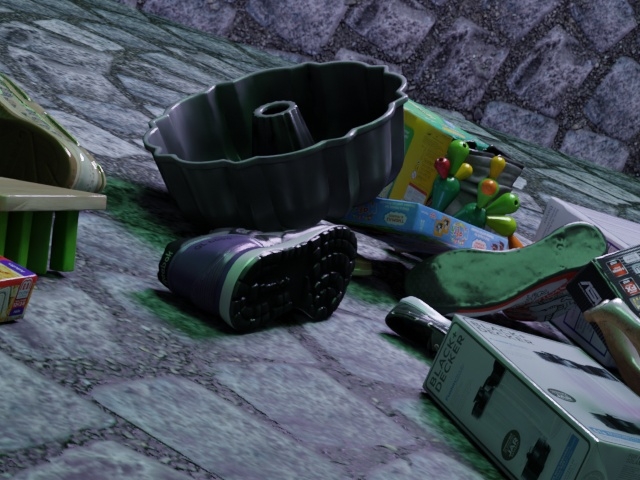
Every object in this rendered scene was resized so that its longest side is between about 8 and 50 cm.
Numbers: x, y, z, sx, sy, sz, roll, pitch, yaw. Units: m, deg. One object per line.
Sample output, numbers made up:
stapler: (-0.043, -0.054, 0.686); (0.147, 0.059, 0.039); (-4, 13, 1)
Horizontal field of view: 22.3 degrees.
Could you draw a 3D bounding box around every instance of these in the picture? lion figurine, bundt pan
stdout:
lion figurine: (0.372, 0.145, 1.599); (0.240, 0.142, 0.392); (60, 10, 6)
bundt pan: (-0.043, -0.106, 1.981); (0.330, 0.124, 0.331); (-11, 23, 5)

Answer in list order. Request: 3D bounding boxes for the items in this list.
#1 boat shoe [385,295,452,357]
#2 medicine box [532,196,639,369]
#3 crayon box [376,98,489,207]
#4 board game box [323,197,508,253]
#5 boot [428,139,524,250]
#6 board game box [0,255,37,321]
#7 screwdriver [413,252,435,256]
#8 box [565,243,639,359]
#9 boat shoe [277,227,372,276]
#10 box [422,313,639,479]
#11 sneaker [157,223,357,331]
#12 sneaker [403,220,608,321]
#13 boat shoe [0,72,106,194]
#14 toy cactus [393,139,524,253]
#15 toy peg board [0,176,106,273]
boat shoe: (0.132, 0.111, 1.781); (0.142, 0.049, 0.040); (31, 49, 33)
medicine box: (0.450, 0.080, 2.183); (0.263, 0.149, 0.289); (16, 14, -23)
crayon box: (0.127, -0.117, 2.448); (0.081, 0.165, 0.278); (13, 15, -33)
board game box: (0.115, -0.016, 2.054); (0.160, 0.039, 0.211); (8, -6, 39)
boot: (0.254, -0.043, 2.316); (0.246, 0.161, 0.083); (21, 8, -43)
board game box: (-0.347, 0.026, 1.328); (0.146, 0.045, 0.193); (25, 13, 18)
screwdriver: (0.177, 0.026, 2.262); (0.170, 0.024, 0.025); (23, 41, -2)
box: (0.446, 0.097, 1.923); (0.270, 0.060, 0.216); (-14, 63, -40)
boat shoe: (0.000, 0.000, 2.011); (0.153, 0.048, 0.056); (27, 13, 25)
box: (0.236, 0.179, 1.546); (0.169, 0.087, 0.290); (16, 13, -25)
sneaker: (-0.063, 0.019, 1.711); (0.124, 0.107, 0.283); (20, 11, 26)
sneaker: (0.224, 0.065, 2.036); (0.270, 0.145, 0.090); (-16, 64, -16)
boat shoe: (-0.366, -0.127, 1.852); (0.285, 0.105, 0.089); (39, 14, 25)
toy cactus: (0.184, -0.018, 2.194); (0.180, 0.219, 0.112); (-17, 13, 11)
toy peg board: (-0.316, -0.016, 1.537); (0.160, 0.079, 0.161); (10, 5, 27)
